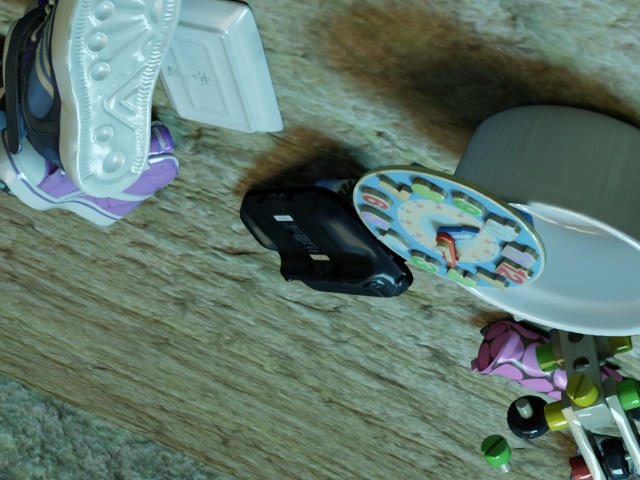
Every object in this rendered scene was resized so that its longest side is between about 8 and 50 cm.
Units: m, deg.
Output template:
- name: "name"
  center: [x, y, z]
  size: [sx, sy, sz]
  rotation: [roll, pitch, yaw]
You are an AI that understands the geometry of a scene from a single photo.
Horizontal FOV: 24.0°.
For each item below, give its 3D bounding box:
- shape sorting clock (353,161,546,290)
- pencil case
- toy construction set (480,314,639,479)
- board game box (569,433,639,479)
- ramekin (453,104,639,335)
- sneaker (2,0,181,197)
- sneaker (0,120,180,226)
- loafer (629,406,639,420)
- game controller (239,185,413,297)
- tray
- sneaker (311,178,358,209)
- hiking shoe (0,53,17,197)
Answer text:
- name: "shape sorting clock"
  center: [0.127, -0.009, 1.512]
  size: [0.206, 0.040, 0.206]
  rotation: [18, 155, 9]
- name: "pencil case"
  center: [0.322, 0.189, 2.141]
  size: [0.209, 0.095, 0.098]
  rotation: [26, 122, -15]
- name: "toy construction set"
  center: [0.354, 0.146, 1.817]
  size: [0.309, 0.257, 0.237]
  rotation: [7, 146, 30]
- name: "board game box"
  center: [0.576, 0.440, 2.476]
  size: [0.291, 0.141, 0.232]
  rotation: [7, 156, 27]
- name: "ramekin"
  center: [0.259, -0.023, 1.587]
  size: [0.277, 0.135, 0.277]
  rotation: [18, 156, 8]
- name: "sneaker"
  center: [-0.257, -0.226, 1.545]
  size: [0.236, 0.130, 0.322]
  rotation: [46, 137, 40]
- name: "sneaker"
  center: [-0.269, -0.108, 1.806]
  size: [0.161, 0.102, 0.282]
  rotation: [-29, 164, 17]
- name: "loafer"
  center: [0.497, 0.247, 2.199]
  size: [0.170, 0.062, 0.061]
  rotation: [19, -179, 7]
- name: "game controller"
  center: [0.000, 0.000, 1.877]
  size: [0.166, 0.067, 0.319]
  rotation: [56, 161, -14]
- name: "tray"
  center: [-0.128, -0.190, 1.660]
  size: [0.145, 0.030, 0.270]
  rotation: [14, 158, 13]
- name: "sneaker"
  center: [0.043, -0.032, 1.889]
  size: [0.073, 0.063, 0.162]
  rotation: [20, 158, 41]
- name: "hiking shoe"
  center: [-0.364, -0.133, 1.877]
  size: [0.132, 0.113, 0.304]
  rotation: [1, 158, 23]
